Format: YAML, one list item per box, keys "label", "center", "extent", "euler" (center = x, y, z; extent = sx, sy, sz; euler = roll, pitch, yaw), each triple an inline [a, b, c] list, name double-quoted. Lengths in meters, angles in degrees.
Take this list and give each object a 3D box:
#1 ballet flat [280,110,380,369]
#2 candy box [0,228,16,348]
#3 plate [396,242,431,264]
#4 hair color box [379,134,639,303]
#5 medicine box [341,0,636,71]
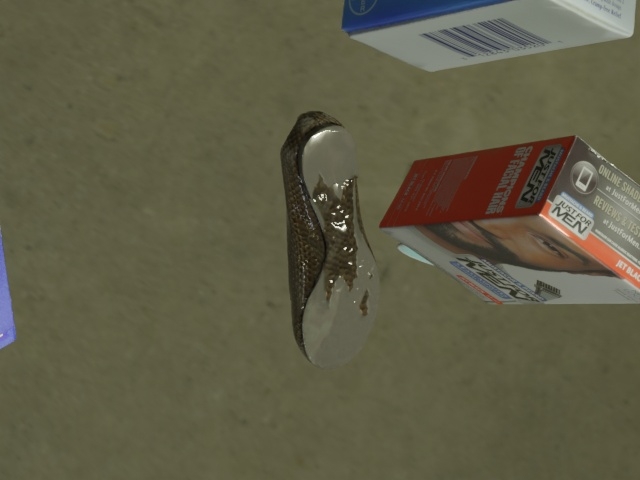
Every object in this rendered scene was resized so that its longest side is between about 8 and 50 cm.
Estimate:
- label: "ballet flat"
  center: [0.000, 0.000, 1.478]
  extent: [0.084, 0.058, 0.250]
  euler: [-23, 126, -24]
- label: "candy box"
  center: [-0.327, -0.091, 1.030]
  extent: [0.122, 0.317, 0.268]
  euler: [-31, 140, -32]
- label: "plate"
  center: [0.164, 0.014, 1.576]
  extent: [0.188, 0.188, 0.024]
  euler: [16, 82, -31]
- label: "hair color box"
  center: [0.117, -0.007, 0.964]
  extent: [0.093, 0.167, 0.053]
  euler: [34, 72, -21]
- label: "medicine box"
  center: [0.175, -0.338, 1.718]
  extent: [0.149, 0.263, 0.289]
  euler: [17, 74, -43]
